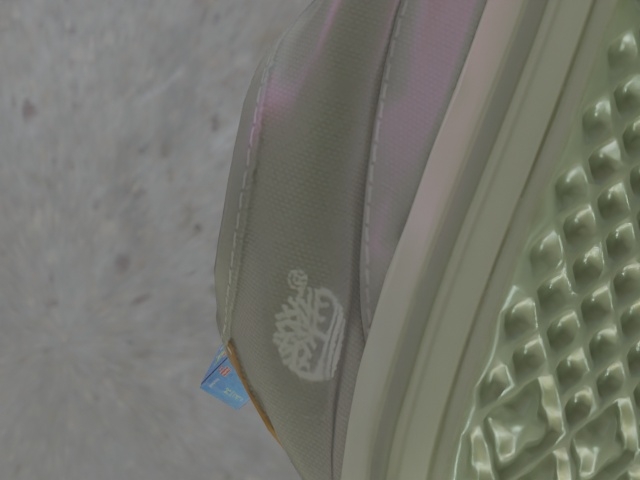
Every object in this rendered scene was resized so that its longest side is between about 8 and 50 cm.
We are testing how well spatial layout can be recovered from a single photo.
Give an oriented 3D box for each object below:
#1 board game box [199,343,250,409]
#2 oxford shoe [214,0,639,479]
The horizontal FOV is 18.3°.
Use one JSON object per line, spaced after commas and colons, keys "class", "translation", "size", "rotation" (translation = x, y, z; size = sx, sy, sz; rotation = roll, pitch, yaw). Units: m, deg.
{"class": "board game box", "translation": [0.000, 0.000, 1.374], "size": [0.039, 0.160, 0.211], "rotation": [34, 54, -8]}
{"class": "oxford shoe", "translation": [0.089, -0.119, 0.533], "size": [0.169, 0.130, 0.449], "rotation": [22, 92, -44]}
